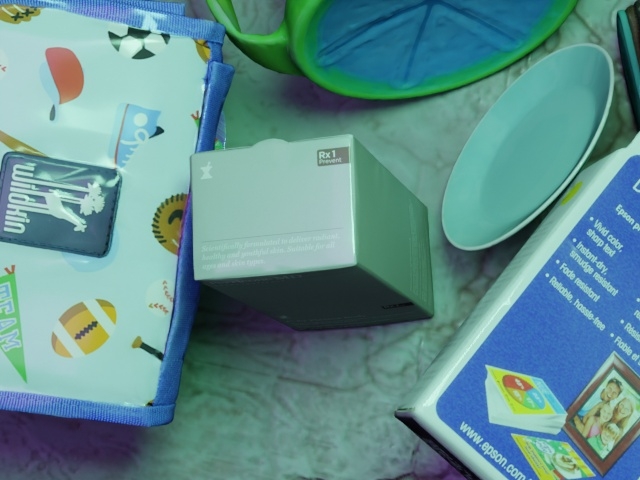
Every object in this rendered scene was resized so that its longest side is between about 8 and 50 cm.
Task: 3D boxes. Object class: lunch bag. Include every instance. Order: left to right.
[{"bbox_3d":[-0.263,-0.037,1.245,0.385,0.239,0.328,9,91,27],"label":"lunch bag"}]

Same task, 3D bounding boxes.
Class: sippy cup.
[{"bbox_3d":[0.065,-0.265,1.216,0.305,0.240,0.224,-4,64,-22],"label":"sippy cup"}]

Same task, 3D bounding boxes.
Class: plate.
[{"bbox_3d":[0.163,-0.068,1.187,0.024,0.188,0.188,34,94,-22],"label":"plate"}]

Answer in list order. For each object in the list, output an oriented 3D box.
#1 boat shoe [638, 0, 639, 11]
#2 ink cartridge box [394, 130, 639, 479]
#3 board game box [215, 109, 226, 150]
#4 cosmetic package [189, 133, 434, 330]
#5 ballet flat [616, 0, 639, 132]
[{"bbox_3d":[0.275,-0.184,1.109,0.089,0.285,0.104,12,114,26],"label":"boat shoe"},{"bbox_3d":[0.257,0.100,1.081,0.303,0.072,0.307,42,75,-8],"label":"ink cartridge box"},{"bbox_3d":[-0.167,-0.088,1.352,0.168,0.033,0.133,-7,79,18],"label":"board game box"},{"bbox_3d":[0.000,0.000,1.173,0.127,0.238,0.107,-6,79,18],"label":"cosmetic package"},{"bbox_3d":[0.282,-0.056,1.169,0.096,0.095,0.280,-4,80,7],"label":"ballet flat"}]
